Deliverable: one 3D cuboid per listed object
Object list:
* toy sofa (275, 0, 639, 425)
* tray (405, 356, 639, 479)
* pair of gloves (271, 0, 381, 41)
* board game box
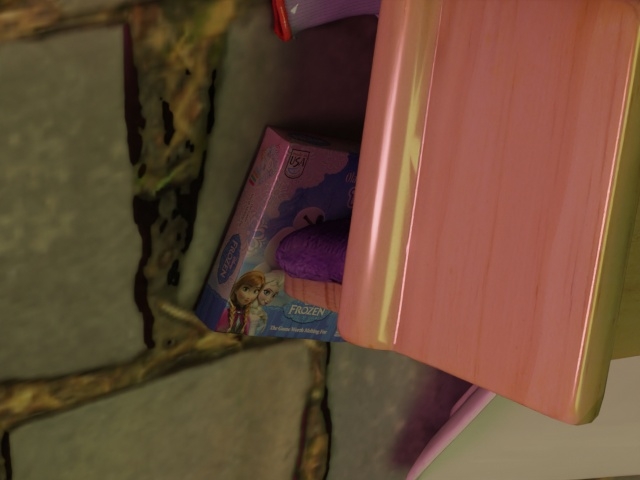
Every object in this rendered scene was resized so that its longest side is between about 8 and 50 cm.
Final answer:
[{"bbox_3d":[0.163,-0.036,0.711,0.363,0.177,0.150,-3,107,-41],"label":"toy sofa"},{"bbox_3d":[0.175,0.073,0.868,0.270,0.030,0.145,3,138,-39],"label":"tray"},{"bbox_3d":[0.048,-0.153,0.635,0.159,0.023,0.198,-15,124,-16],"label":"pair of gloves"},{"bbox_3d":[0.000,0.000,0.715,0.090,0.020,0.090,7,112,-41],"label":"board game box"}]
